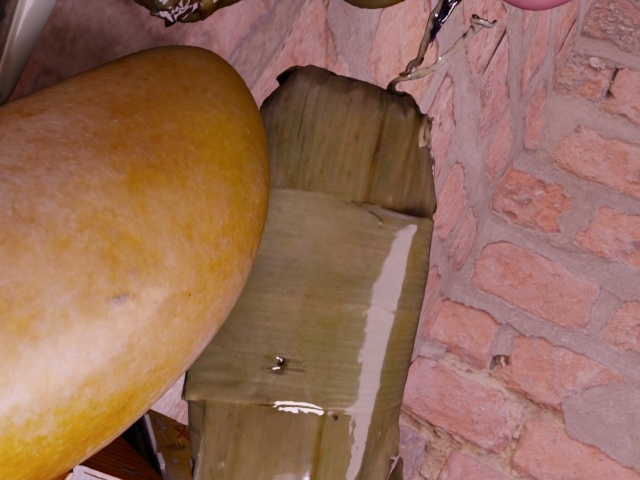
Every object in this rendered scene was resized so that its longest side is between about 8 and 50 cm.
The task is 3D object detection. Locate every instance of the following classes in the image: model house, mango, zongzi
[{"bbox_3d":[-0.185,0.159,0.706,0.207,0.219,0.136,-9,123,-22],"label":"model house"},{"bbox_3d":[-0.157,0.009,0.514,0.221,0.199,0.384,-20,-155,44],"label":"mango"},{"bbox_3d":[0.000,0.000,0.774,0.418,0.181,0.448,167,-65,-87],"label":"zongzi"}]

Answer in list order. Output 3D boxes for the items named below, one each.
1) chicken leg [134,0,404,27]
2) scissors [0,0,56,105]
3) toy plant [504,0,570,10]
[{"bbox_3d":[-0.005,-0.272,0.717,0.429,0.152,0.202,-37,137,-41],"label":"chicken leg"},{"bbox_3d":[-0.150,-0.214,0.507,0.138,0.041,0.289,6,106,-68],"label":"scissors"},{"bbox_3d":[0.312,-0.470,1.161,0.317,0.211,0.356,-38,158,5],"label":"toy plant"}]
